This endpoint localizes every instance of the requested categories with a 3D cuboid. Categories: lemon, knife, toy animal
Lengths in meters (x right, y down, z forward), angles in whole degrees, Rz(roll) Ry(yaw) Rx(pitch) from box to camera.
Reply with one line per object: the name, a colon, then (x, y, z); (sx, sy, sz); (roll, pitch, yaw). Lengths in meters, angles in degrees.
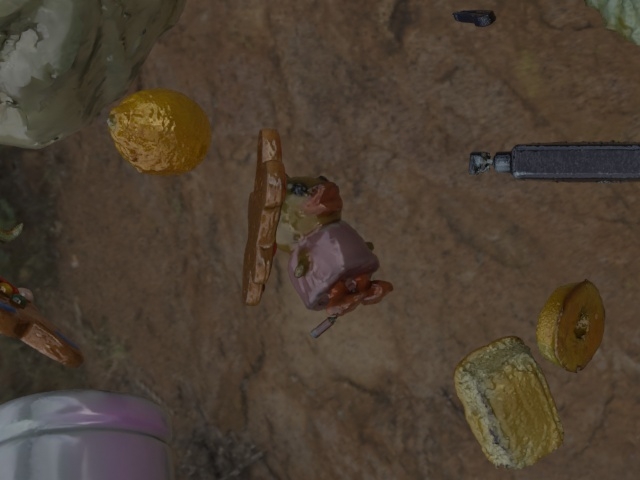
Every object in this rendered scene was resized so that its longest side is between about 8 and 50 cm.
lemon: (-0.260, -0.174, 1.452); (0.142, 0.187, 0.142); (-12, 74, 45)
knife: (0.231, -0.339, 1.374); (0.018, 0.031, 0.121); (62, 171, -21)
toy animal: (-0.003, 0.000, 1.567); (0.169, 0.195, 0.281); (-33, 79, 41)

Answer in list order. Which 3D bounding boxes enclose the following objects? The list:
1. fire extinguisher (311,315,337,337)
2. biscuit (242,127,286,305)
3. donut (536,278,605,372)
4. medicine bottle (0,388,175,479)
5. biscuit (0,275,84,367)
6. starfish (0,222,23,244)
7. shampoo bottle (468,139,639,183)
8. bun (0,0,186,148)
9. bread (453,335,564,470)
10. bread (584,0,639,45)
fire extinguisher: (0.012, 0.197, 2.097); (0.083, 0.028, 0.022); (-43, 75, 36)
biscuit: (-0.072, -0.017, 1.167); (0.165, 0.036, 0.250); (-99, 16, -51)
donut: (0.459, 0.157, 1.673); (0.065, 0.178, 0.162); (7, 112, 45)
medicine bottle: (-0.244, 0.334, 0.909); (0.212, 0.212, 0.325); (-41, 49, 43)
biscuit: (-0.447, 0.063, 1.195); (0.324, 0.205, 0.049); (22, 78, 46)
starfish: (-0.594, -0.023, 1.154); (0.347, 0.358, 0.078); (90, 162, -70)
shampoo bottle: (0.399, -0.129, 1.473); (0.309, 0.098, 0.071); (2, 97, 18)
bun: (-0.184, -0.210, 0.398); (0.234, 0.326, 0.362); (-114, 36, -52)
bread: (0.365, 0.313, 1.735); (0.245, 0.174, 0.121); (65, 161, -10)
bread: (0.399, -0.373, 0.825); (0.395, 0.264, 0.239); (86, 169, -46)
